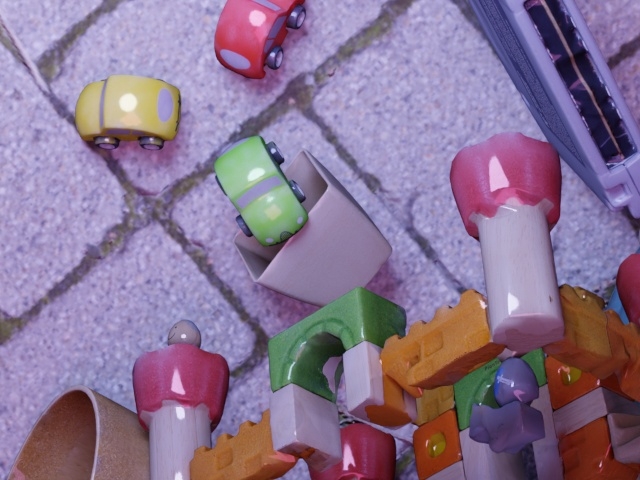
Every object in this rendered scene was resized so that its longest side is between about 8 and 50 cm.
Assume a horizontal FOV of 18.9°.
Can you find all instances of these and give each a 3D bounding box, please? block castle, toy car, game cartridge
[{"bbox_3d":[0.090,0.107,1.596,0.303,0.213,0.453,28,133,-36],"label":"block castle"},{"bbox_3d":[-0.082,-0.099,1.659,0.239,0.053,0.225,-32,71,5],"label":"toy car"},{"bbox_3d":[0.183,-0.169,1.620,0.060,0.196,0.294,-34,122,-3],"label":"game cartridge"}]

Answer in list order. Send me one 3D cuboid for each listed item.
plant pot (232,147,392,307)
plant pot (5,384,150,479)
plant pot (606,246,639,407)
[{"bbox_3d":[0.000,0.000,1.718,0.096,0.109,0.109,33,100,-23],"label":"plant pot"},{"bbox_3d":[-0.142,0.280,1.728,0.254,0.237,0.237,22,101,-24],"label":"plant pot"},{"bbox_3d":[0.439,0.139,1.653,0.341,0.334,0.341,-1,102,-3],"label":"plant pot"}]
